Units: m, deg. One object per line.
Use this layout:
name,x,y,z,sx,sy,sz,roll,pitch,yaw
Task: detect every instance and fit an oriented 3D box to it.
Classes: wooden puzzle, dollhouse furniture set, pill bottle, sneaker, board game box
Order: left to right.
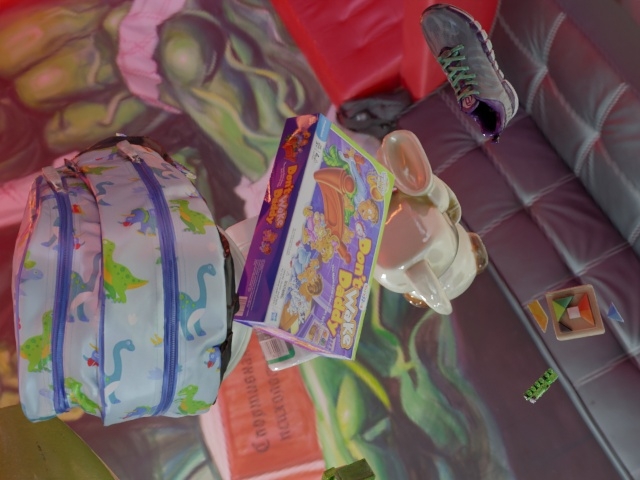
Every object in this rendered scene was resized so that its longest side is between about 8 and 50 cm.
board game box,-0.319,-0.147,1.247,0.168,0.033,0.133,25,172,7
pill bottle,-0.094,0.116,1.607,0.204,0.204,0.361,135,114,-82
board game box,0.000,0.000,1.095,0.078,0.347,0.233,0,159,40
dollhouse furniture set,0.039,0.428,1.097,0.076,0.058,0.152,52,140,41
sneaker,0.225,-0.254,0.995,0.224,0.098,0.083,46,136,-19
wooden puzzle,0.361,0.104,0.937,0.014,0.116,0.079,-10,-103,-57

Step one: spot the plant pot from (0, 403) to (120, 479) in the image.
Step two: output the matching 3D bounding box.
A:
plant pot,-0.367,0.367,0.848,0.293,0.274,0.275,50,165,34

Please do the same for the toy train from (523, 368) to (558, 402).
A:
toy train,0.386,0.254,1.147,0.024,0.083,0.017,47,148,16

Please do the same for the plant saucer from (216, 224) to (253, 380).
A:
plant saucer,-0.315,0.123,1.217,0.401,0.400,0.100,66,168,-2

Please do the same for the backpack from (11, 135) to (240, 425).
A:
backpack,-0.211,0.050,0.700,0.355,0.273,0.290,28,112,46

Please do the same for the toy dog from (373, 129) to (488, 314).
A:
toy dog,0.231,0.002,1.467,0.395,0.284,0.408,49,-171,32
